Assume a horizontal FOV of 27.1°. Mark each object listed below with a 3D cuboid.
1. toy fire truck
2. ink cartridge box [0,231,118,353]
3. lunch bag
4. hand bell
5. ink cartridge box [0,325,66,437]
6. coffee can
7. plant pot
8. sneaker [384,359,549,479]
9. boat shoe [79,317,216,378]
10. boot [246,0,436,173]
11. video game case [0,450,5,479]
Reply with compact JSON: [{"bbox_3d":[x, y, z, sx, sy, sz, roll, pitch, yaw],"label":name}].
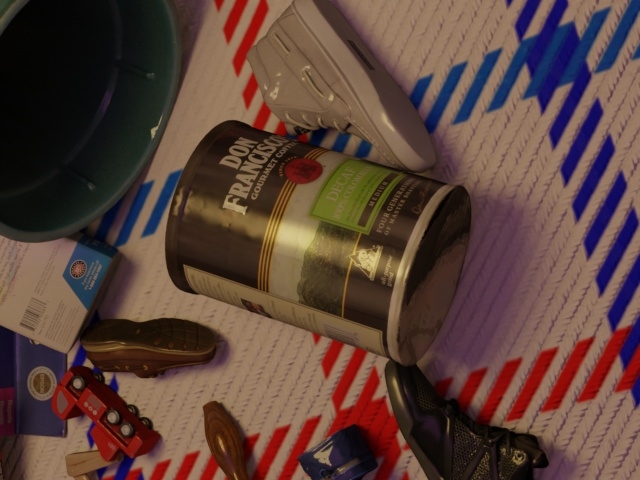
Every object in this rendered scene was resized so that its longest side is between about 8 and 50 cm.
[{"bbox_3d":[-0.270,0.262,1.633,0.192,0.047,0.135,40,105,17],"label":"toy fire truck"},{"bbox_3d":[-0.380,0.027,1.610,0.231,0.078,0.134,26,97,-5],"label":"ink cartridge box"},{"bbox_3d":[0.022,0.252,1.490,0.067,0.098,0.065,-35,81,13],"label":"lunch bag"},{"bbox_3d":[-0.088,0.300,1.548,0.126,0.126,0.242,-32,66,19],"label":"hand bell"},{"bbox_3d":[-0.484,0.089,1.706,0.330,0.071,0.324,-1,90,23],"label":"ink cartridge box"},{"bbox_3d":[0.000,0.000,1.443,0.275,0.201,0.201,17,97,20],"label":"coffee can"},{"bbox_3d":[-0.397,-0.217,1.549,0.334,0.341,0.341,27,100,28],"label":"plant pot"},{"bbox_3d":[0.164,0.211,1.443,0.130,0.087,0.227,-32,82,17],"label":"sneaker"},{"bbox_3d":[-0.203,0.133,1.604,0.178,0.064,0.060,0,122,21],"label":"boat shoe"},{"bbox_3d":[0.019,-0.151,1.503,0.123,0.095,0.258,-42,68,23],"label":"boot"},{"bbox_3d":[-0.488,0.318,1.687,0.204,0.025,0.285,4,109,21],"label":"video game case"}]
